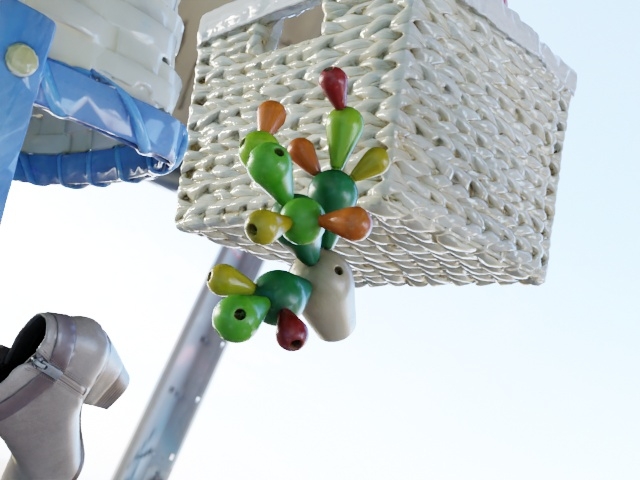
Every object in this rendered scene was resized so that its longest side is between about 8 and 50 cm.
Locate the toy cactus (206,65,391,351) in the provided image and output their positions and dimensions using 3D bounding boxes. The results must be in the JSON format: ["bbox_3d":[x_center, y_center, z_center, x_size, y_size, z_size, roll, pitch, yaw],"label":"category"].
[{"bbox_3d":[0.000,0.000,0.542,0.112,0.219,0.180,-3,-45,17],"label":"toy cactus"}]

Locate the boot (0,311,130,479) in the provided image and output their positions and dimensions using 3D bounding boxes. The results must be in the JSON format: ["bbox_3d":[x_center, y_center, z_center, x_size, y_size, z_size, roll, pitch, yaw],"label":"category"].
[{"bbox_3d":[-0.150,0.090,0.398,0.042,0.118,0.087,28,-14,30],"label":"boot"}]

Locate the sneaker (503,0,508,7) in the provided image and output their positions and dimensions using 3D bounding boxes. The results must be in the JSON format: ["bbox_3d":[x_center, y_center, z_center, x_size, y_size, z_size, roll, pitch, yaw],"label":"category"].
[{"bbox_3d":[0.105,-0.220,0.906,0.221,0.128,0.087,-14,-52,34],"label":"sneaker"}]

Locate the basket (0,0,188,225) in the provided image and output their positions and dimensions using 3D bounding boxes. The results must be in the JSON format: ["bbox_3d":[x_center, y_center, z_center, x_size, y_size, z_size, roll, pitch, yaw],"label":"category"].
[{"bbox_3d":[-0.191,-0.057,0.379,0.201,0.289,0.255,15,-12,-40],"label":"basket"}]

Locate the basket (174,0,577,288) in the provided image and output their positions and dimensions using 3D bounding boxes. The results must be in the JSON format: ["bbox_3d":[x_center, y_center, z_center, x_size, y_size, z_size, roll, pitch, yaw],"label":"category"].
[{"bbox_3d":[0.061,-0.108,0.869,0.328,0.266,0.331,-4,-18,42],"label":"basket"}]
